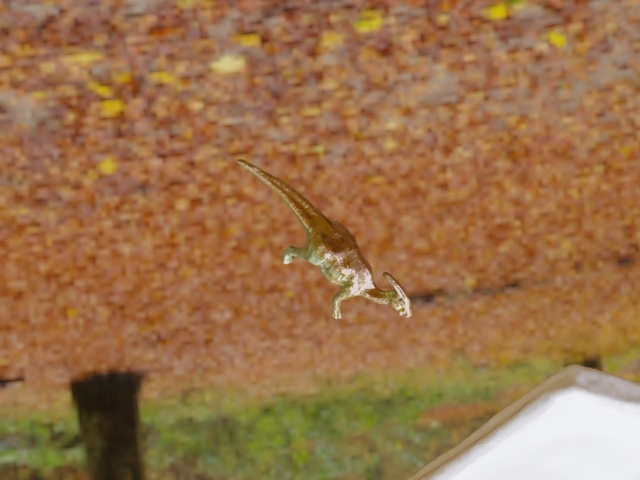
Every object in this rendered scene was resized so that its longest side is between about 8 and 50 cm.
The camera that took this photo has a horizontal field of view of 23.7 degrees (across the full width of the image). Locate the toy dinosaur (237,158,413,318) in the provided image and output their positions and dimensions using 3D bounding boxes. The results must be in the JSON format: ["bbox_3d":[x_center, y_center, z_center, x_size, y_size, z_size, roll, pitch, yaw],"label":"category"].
[{"bbox_3d":[-0.001,0.003,0.749,0.026,0.113,0.041,-49,-179,-36],"label":"toy dinosaur"}]

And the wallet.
[{"bbox_3d":[0.126,0.126,0.857,0.124,0.032,0.183,15,141,-30],"label":"wallet"}]
